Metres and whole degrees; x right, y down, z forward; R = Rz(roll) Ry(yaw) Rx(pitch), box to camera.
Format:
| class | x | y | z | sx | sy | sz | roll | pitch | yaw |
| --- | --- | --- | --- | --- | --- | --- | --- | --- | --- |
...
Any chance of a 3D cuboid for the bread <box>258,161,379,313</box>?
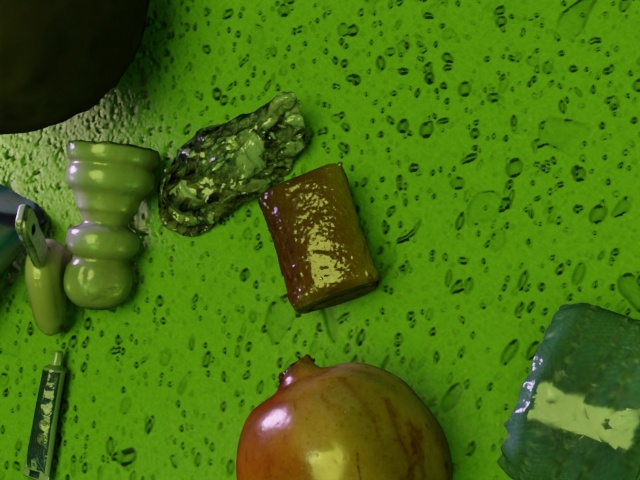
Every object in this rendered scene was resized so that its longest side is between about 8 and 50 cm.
| class | x | y | z | sx | sy | sz | roll | pitch | yaw |
| --- | --- | --- | --- | --- | --- | --- | --- | --- | --- |
| bread | 0.000 | 0.000 | 1.071 | 0.132 | 0.103 | 0.172 | -21 | 76 | 10 |

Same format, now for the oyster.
| class | x | y | z | sx | sy | sz | roll | pitch | yaw |
| --- | --- | --- | --- | --- | --- | --- | --- | --- | --- |
| oyster | -0.132 | -0.103 | 1.158 | 0.252 | 0.087 | 0.199 | 2 | 83 | 32 |

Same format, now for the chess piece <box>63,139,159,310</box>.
| class | x | y | z | sx | sy | sz | roll | pitch | yaw |
| --- | --- | --- | --- | --- | --- | --- | --- | --- | --- |
| chess piece | -0.313 | -0.019 | 1.180 | 0.133 | 0.133 | 0.243 | 6 | 90 | 20 |

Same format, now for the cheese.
| class | x | y | z | sx | sy | sz | roll | pitch | yaw |
| --- | --- | --- | --- | --- | --- | --- | --- | --- | --- |
| cheese | -0.398 | 0.033 | 1.158 | 0.050 | 0.235 | 0.127 | 3 | 58 | -1 |

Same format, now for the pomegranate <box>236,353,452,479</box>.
| class | x | y | z | sx | sy | sz | roll | pitch | yaw |
| --- | --- | --- | --- | --- | --- | --- | --- | --- | --- |
| pomegranate | 0.027 | 0.259 | 0.945 | 0.264 | 0.264 | 0.264 | -3 | 81 | 19 |

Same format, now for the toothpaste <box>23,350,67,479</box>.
| class | x | y | z | sx | sy | sz | roll | pitch | yaw |
| --- | --- | --- | --- | --- | --- | --- | --- | --- | --- |
| toothpaste | -0.411 | 0.263 | 1.218 | 0.057 | 0.035 | 0.197 | 8 | 88 | 29 |

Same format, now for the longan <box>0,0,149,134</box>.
| class | x | y | z | sx | sy | sz | roll | pitch | yaw |
| --- | --- | --- | --- | --- | --- | --- | --- | --- | --- |
| longan | -0.439 | -0.370 | 1.131 | 0.404 | 0.404 | 0.436 | -47 | 64 | 8 |

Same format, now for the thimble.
| class | x | y | z | sx | sy | sz | roll | pitch | yaw |
| --- | --- | --- | --- | --- | --- | --- | --- | --- | --- |
| thimble | 0.300 | 0.180 | 0.894 | 0.143 | 0.198 | 0.235 | 24 | 62 | 23 |

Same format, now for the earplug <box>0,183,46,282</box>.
| class | x | y | z | sx | sy | sz | roll | pitch | yaw |
| --- | --- | --- | --- | --- | --- | --- | --- | --- | --- |
| earplug | -0.575 | 0.072 | 1.242 | 0.185 | 0.185 | 0.324 | 32 | 100 | 21 |
